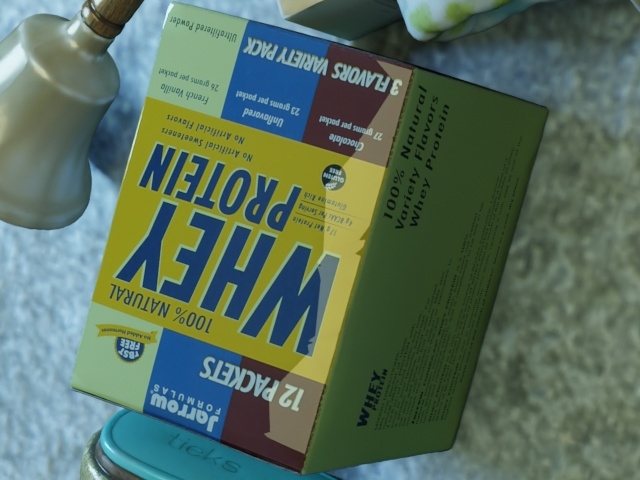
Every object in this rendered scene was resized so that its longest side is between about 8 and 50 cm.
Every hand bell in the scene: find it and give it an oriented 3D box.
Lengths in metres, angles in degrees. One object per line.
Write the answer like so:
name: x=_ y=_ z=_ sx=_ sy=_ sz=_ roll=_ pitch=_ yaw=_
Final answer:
hand bell: x=-0.113 y=-0.128 z=1.076 sx=0.242 sy=0.126 sz=0.126 roll=-45 pitch=71 yaw=29

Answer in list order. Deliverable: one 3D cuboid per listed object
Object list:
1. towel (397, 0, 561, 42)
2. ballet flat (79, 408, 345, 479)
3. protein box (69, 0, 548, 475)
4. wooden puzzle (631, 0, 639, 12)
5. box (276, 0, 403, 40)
towel: x=0.173 y=-0.303 z=0.948 sx=0.374 sy=0.090 sz=0.321 roll=-18 pitch=80 yaw=5
ballet flat: x=0.023 y=0.191 z=1.048 sx=0.348 sy=0.123 sz=0.123 roll=18 pitch=96 yaw=23
protein box: x=0.000 y=0.000 z=1.005 sx=0.136 sy=0.201 sz=0.200 roll=18 pitch=95 yaw=24
wooden puzzle: x=0.266 y=-0.148 z=0.890 sx=0.238 sy=0.221 sz=0.044 roll=-26 pitch=55 yaw=20
box: x=0.027 y=-0.214 z=1.061 sx=0.130 sy=0.091 sz=0.170 roll=-23 pitch=80 yaw=22
